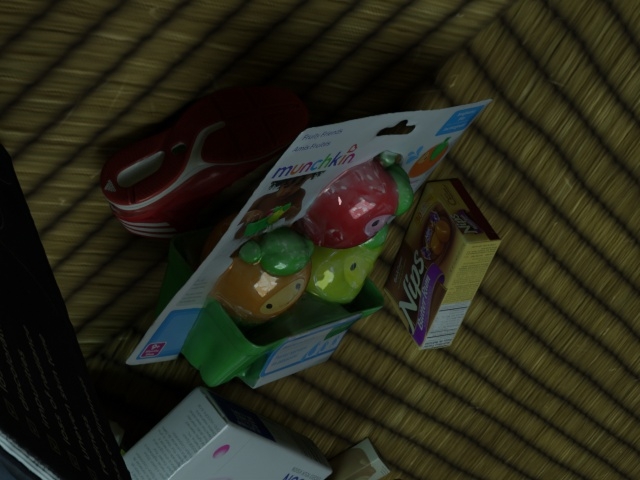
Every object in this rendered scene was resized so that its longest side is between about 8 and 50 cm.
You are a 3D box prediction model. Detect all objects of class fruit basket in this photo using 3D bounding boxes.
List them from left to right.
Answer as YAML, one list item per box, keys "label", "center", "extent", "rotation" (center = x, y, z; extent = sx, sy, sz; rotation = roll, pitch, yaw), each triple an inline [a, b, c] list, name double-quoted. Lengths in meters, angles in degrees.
- label: "fruit basket"
  center: [0.000, 0.000, 1.371]
  extent: [0.327, 0.165, 0.353]
  rotation: [-14, 155, -51]

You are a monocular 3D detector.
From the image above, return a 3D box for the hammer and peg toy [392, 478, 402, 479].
- label: "hammer and peg toy"
  center: [-0.024, 0.448, 1.834]
  extent: [0.266, 0.127, 0.361]
  rotation: [-11, 142, -41]

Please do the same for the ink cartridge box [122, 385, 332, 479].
- label: "ink cartridge box"
  center: [-0.172, 0.324, 1.512]
  extent: [0.330, 0.071, 0.324]
  rotation: [-44, 154, 3]

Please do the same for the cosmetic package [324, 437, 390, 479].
- label: "cosmetic package"
  center: [0.039, 0.344, 1.959]
  extent: [0.115, 0.041, 0.060]
  rotation: [-33, 143, 3]

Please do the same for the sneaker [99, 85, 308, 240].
- label: "sneaker"
  center: [-0.116, -0.076, 1.372]
  extent: [0.221, 0.087, 0.128]
  rotation: [-21, 158, -9]

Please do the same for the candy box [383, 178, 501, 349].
- label: "candy box"
  center: [0.144, 0.031, 1.618]
  extent: [0.053, 0.109, 0.187]
  rotation: [-6, 137, -28]

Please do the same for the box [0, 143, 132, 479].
- label: "box"
  center: [-0.399, 0.027, 0.950]
  extent: [0.297, 0.480, 0.472]
  rotation: [-29, 142, -1]

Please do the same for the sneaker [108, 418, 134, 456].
- label: "sneaker"
  center: [-0.388, 0.298, 1.581]
  extent: [0.384, 0.145, 0.147]
  rotation: [-40, 107, 23]
